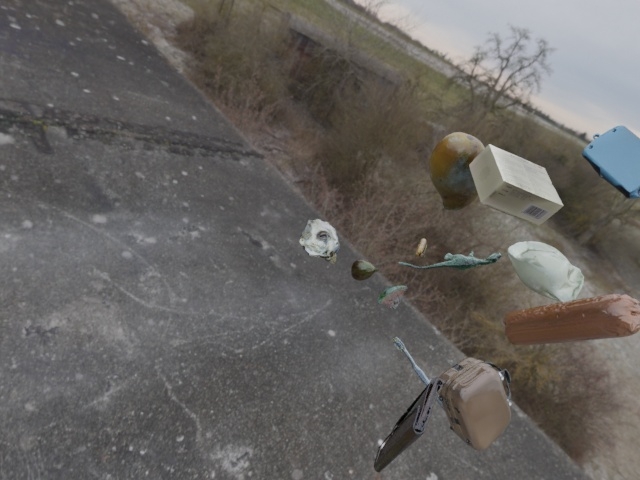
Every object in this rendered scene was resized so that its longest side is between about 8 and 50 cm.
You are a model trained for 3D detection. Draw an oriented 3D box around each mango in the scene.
[{"bbox_3d":[0.474,-0.224,1.433,0.192,0.316,0.146,-2,43,16],"label":"mango"}]

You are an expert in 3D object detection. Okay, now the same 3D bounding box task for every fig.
[{"bbox_3d":[0.228,0.152,2.113,0.154,0.109,0.103,5,39,36],"label":"fig"}]

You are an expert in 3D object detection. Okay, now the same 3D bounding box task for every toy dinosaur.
[{"bbox_3d":[0.516,0.088,1.661,0.382,0.076,0.129,-11,-3,22],"label":"toy dinosaur"}]

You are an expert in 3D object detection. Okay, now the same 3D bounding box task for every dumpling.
[{"bbox_3d":[0.749,0.088,1.379,0.179,0.131,0.252,-34,56,-19],"label":"dumpling"}]

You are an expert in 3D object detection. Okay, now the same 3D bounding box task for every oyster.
[{"bbox_3d":[0.000,0.000,2.163,0.214,0.083,0.223,17,68,-2],"label":"oyster"}]

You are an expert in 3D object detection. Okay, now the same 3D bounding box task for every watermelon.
[{"bbox_3d":[0.375,0.304,2.213,0.187,0.139,0.071,-25,33,-17],"label":"watermelon"}]

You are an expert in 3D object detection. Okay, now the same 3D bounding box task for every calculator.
[{"bbox_3d":[1.078,-0.280,1.479,0.051,0.173,0.293,22,33,-55],"label":"calculator"}]

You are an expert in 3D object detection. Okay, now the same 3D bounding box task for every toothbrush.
[{"bbox_3d":[0.457,0.609,1.872,0.042,0.035,0.413,-11,57,-50],"label":"toothbrush"}]

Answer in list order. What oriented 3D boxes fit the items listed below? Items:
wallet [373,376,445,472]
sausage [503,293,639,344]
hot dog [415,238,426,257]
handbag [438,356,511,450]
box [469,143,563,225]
[{"bbox_3d":[0.178,0.387,0.868,0.039,0.243,0.133,31,47,16],"label":"wallet"},{"bbox_3d":[0.529,0.176,0.901,0.086,0.289,0.086,12,67,-30],"label":"sausage"},{"bbox_3d":[0.433,0.037,1.773,0.041,0.056,0.133,24,33,9],"label":"hot dog"},{"bbox_3d":[0.581,0.567,1.511,0.283,0.302,0.149,-31,20,-16],"label":"handbag"},{"bbox_3d":[0.546,-0.158,1.175,0.212,0.095,0.168,17,49,-17],"label":"box"}]
